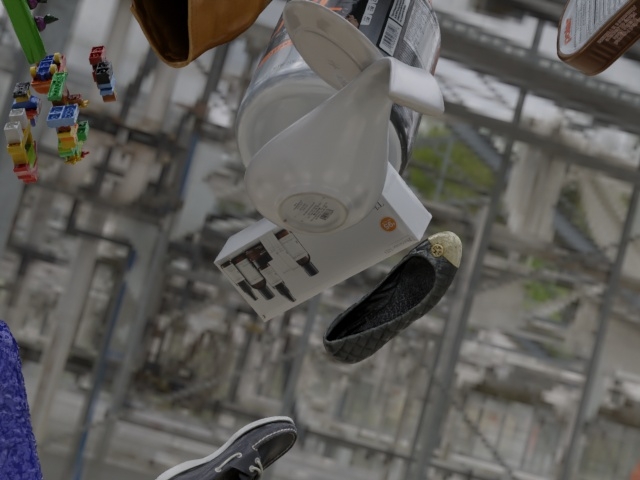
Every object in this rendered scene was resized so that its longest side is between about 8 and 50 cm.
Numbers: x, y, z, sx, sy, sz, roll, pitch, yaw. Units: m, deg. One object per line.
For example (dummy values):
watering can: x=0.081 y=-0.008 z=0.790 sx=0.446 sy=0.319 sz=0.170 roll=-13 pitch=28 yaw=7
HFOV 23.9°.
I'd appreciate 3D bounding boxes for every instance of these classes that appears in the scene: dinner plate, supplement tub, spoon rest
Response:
dinner plate: x=0.015 y=-0.175 z=1.455 sx=0.141 sy=0.017 sz=0.141 roll=36 pitch=-16 yaw=12
supplement tub: x=0.032 y=-0.202 z=1.834 sx=0.207 sy=0.338 sz=0.207 roll=7 pitch=-51 yaw=9
spoon rest: x=0.026 y=-0.089 z=1.440 sx=0.137 sy=0.084 sz=0.276 roll=20 pitch=-36 yaw=-21

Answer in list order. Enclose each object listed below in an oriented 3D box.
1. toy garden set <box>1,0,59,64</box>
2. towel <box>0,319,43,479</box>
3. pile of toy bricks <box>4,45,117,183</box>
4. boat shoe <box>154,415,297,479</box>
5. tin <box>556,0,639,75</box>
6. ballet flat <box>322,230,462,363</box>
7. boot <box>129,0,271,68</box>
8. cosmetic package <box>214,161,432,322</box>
toy garden set: x=-0.324 y=-0.319 z=1.498 sx=0.244 sy=0.049 sz=0.203 roll=-122 pitch=-167 yaw=-50
towel: x=-0.352 y=0.157 z=1.061 sx=0.308 sy=0.227 sz=0.076 roll=3 pitch=-30 yaw=-34
pile of toy bricks: x=-0.297 y=-0.138 z=1.776 sx=0.118 sy=0.105 sz=0.212 roll=-6 pitch=33 yaw=5
boat shoe: x=-0.066 y=0.174 z=1.132 sx=0.125 sy=0.046 sz=0.038 roll=-23 pitch=42 yaw=-25
tin: x=0.281 y=-0.230 z=1.386 sx=0.040 sy=0.106 sz=0.189 roll=26 pitch=-41 yaw=-16
ballet flat: x=0.074 y=0.057 z=1.481 sx=0.057 sy=0.173 sz=0.049 roll=44 pitch=-2 yaw=28
boot: x=-0.112 y=-0.311 z=1.290 sx=0.104 sy=0.295 sz=0.211 roll=-5 pitch=21 yaw=26
cosmetic package: x=0.000 y=0.000 z=1.699 sx=0.239 sy=0.060 sz=0.099 roll=-29 pitch=-70 yaw=34
